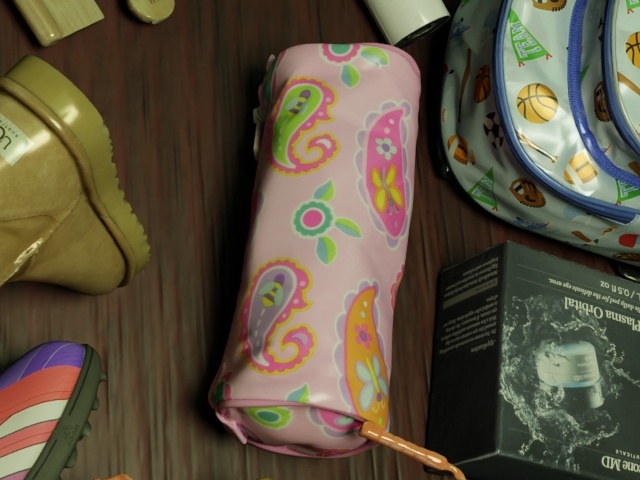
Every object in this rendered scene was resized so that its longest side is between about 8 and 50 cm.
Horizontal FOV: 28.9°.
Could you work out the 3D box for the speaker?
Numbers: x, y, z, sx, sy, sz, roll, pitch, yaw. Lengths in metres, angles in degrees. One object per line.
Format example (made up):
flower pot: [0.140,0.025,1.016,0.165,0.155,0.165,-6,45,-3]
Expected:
speaker: [0.048,-0.220,0.983,0.055,0.055,0.136,-27,86,-34]

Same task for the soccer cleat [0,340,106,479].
soccer cleat: [-0.233,0.161,0.653,0.116,0.108,0.318,40,60,-10]

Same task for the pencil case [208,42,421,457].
pencil case: [0.000,0.000,0.840,0.124,0.124,0.284,18,63,-23]

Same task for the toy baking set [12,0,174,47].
toy baking set: [-0.182,-0.251,0.884,0.197,0.030,0.256,-3,74,-33]

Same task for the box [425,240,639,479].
box: [0.170,0.103,0.909,0.156,0.093,0.158,17,66,-23]

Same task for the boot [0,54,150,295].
boot: [-0.225,0.045,0.668,0.089,0.236,0.269,38,71,18]

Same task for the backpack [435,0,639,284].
backpack: [0.230,-0.111,0.965,0.263,0.213,0.276,8,71,-16]

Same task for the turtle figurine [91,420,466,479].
turtle figurine: [-0.040,0.222,0.709,0.269,0.087,0.217,-3,51,-4]
